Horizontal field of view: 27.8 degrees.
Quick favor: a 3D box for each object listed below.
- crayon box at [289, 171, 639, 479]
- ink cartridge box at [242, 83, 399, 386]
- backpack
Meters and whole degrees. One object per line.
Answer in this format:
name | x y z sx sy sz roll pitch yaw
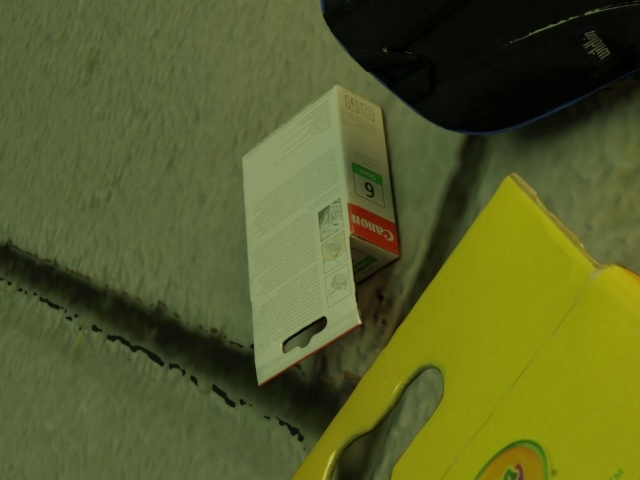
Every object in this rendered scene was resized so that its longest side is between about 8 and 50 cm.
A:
crayon box | 0.085 0.148 0.287 0.202 0.081 0.318 -54 38 16
ink cartridge box | 0.000 0.000 0.526 0.063 0.029 0.115 -34 48 36
backpack | 0.066 -0.095 0.435 0.114 0.105 0.084 -29 27 41
